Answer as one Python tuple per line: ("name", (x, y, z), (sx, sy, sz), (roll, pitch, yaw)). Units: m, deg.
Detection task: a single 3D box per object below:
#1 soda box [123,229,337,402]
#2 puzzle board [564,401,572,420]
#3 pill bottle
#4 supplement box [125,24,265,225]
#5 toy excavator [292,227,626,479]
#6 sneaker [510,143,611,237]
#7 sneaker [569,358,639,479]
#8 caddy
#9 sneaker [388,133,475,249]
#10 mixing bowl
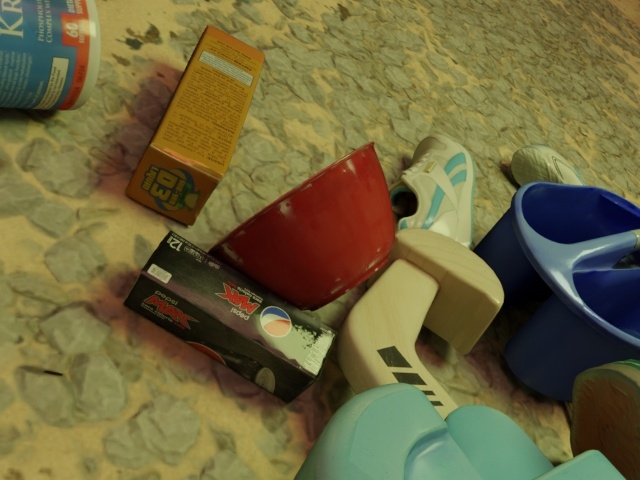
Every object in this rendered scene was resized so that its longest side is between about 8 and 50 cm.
("soda box", (-0.075, 0.066, 0.575), (0.169, 0.060, 0.053), (33, 46, -8))
("puzzle board", (0.325, 0.221, 0.782), (0.097, 0.011, 0.128), (15, 47, -28))
("pill bottle", (-0.311, -0.175, 0.567), (0.222, 0.124, 0.124), (-6, 58, -41))
("supplement box", (-0.123, -0.127, 0.704), (0.080, 0.078, 0.233), (25, 42, -17))
("toy excavator", (0.079, 0.169, 0.508), (0.433, 0.222, 0.445), (-8, 47, -39))
("sneaker", (0.381, -0.052, 1.016), (0.086, 0.085, 0.237), (-17, 66, -34))
("sneaker", (0.296, 0.165, 0.590), (0.121, 0.302, 0.108), (-19, 59, 4))
("caddy", (0.336, 0.045, 0.811), (0.342, 0.179, 0.241), (0, 51, -38))
("sneaker", (0.130, -0.063, 0.834), (0.092, 0.087, 0.228), (24, 40, -15))
("mixing bowl", (0.000, 0.000, 0.619), (0.098, 0.181, 0.181), (55, 41, -2))
